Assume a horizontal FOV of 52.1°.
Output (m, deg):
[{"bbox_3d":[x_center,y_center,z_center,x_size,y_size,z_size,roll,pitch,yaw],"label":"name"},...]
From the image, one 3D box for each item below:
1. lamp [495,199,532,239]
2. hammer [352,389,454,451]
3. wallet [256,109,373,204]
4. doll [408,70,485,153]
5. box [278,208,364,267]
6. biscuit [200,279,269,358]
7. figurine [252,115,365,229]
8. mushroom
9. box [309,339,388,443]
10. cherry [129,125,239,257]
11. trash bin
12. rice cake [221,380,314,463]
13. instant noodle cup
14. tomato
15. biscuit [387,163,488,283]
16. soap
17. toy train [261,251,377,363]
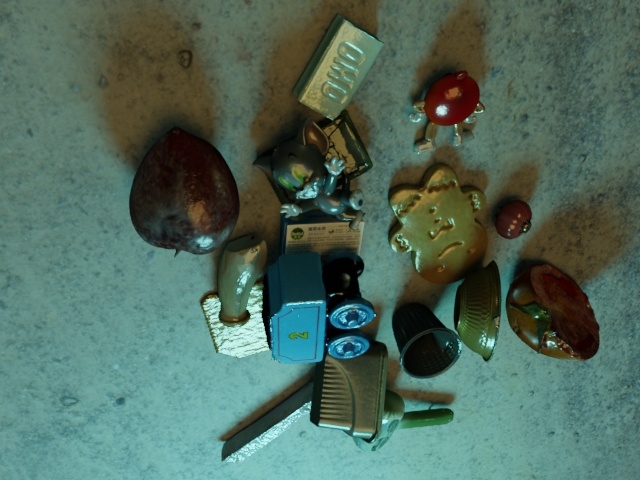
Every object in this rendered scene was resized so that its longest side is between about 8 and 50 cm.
[{"bbox_3d":[0.505,-0.055,1.712,0.107,0.092,0.107,-37,146,-30],"label":"lamp"},{"bbox_3d":[0.263,0.533,1.977,0.335,0.119,0.206,3,132,-27],"label":"hammer"},{"bbox_3d":[-0.012,-0.180,1.517,0.236,0.055,0.160,-28,116,2],"label":"wallet"},{"bbox_3d":[0.292,-0.305,1.514,0.183,0.085,0.217,-12,139,-7],"label":"doll"},{"bbox_3d":[0.000,0.000,1.610,0.194,0.073,0.139,-3,121,-14],"label":"box"},{"bbox_3d":[-0.177,0.210,1.720,0.237,0.013,0.232,-15,123,-7],"label":"biscuit"},{"bbox_3d":[0.005,-0.134,1.439,0.265,0.140,0.193,25,134,-26],"label":"figurine"},{"bbox_3d":[-0.200,0.091,1.593,0.108,0.096,0.247,12,112,-10],"label":"mushroom"},{"bbox_3d":[0.074,0.405,1.790,0.178,0.138,0.274,8,83,-15],"label":"box"},{"bbox_3d":[-0.287,-0.096,1.390,0.230,0.203,0.300,12,115,23],"label":"cherry"},{"bbox_3d":[0.273,0.261,1.789,0.175,0.161,0.175,-8,123,-13],"label":"trash bin"},{"bbox_3d":[-0.134,0.528,1.884,0.365,0.073,0.056,-38,125,7],"label":"rice cake"},{"bbox_3d":[0.407,0.183,1.736,0.090,0.274,0.274,5,120,4],"label":"instant noodle cup"},{"bbox_3d":[0.633,0.217,1.851,0.309,0.309,0.170,30,138,-28],"label":"tomato"},{"bbox_3d":[0.312,-0.027,1.698,0.275,0.052,0.355,-27,122,1],"label":"biscuit"},{"bbox_3d":[0.037,-0.369,1.410,0.114,0.063,0.198,22,112,-27],"label":"soap"},{"bbox_3d":[-0.012,0.172,1.590,0.265,0.188,0.300,-4,142,-5],"label":"toy train"}]
